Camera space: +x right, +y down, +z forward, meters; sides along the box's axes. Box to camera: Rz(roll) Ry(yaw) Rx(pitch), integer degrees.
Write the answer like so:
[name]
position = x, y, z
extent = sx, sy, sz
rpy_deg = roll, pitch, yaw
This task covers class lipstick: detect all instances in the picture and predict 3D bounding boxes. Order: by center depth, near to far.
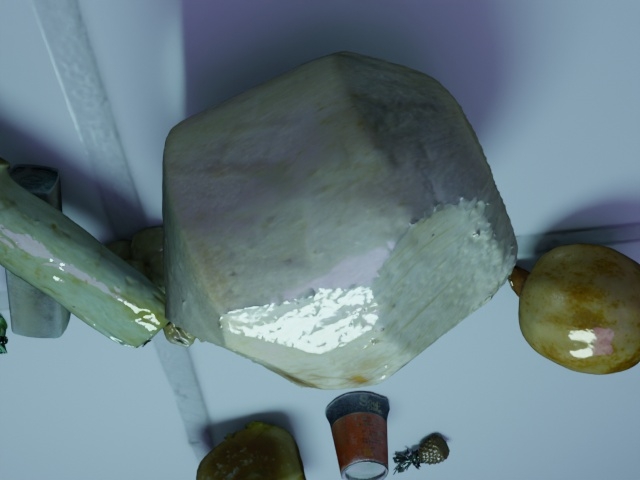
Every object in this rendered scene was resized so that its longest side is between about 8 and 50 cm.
[lipstick]
position = -0.384, 0.020, 0.919
extent = 0.078, 0.079, 0.252
rpy_deg = 8, 128, -10

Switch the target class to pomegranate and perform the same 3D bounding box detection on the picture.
[pomegranate]
position = 0.394, 0.103, 1.004
extent = 0.207, 0.207, 0.207
rpy_deg = -3, 132, -4

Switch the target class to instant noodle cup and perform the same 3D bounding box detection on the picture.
[instant noodle cup]
position = 0.075, 0.372, 1.255
extent = 0.127, 0.135, 0.127
rpy_deg = -3, 132, -3

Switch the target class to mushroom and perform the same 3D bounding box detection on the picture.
[mushroom]
position = -0.318, 0.021, 0.823
extent = 0.100, 0.081, 0.312
rpy_deg = -34, 116, 24

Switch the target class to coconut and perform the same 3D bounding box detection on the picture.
[coconut]
position = 0.000, 0.000, 0.772
extent = 0.416, 0.344, 0.415
rpy_deg = -5, 129, -6

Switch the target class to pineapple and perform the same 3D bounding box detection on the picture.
[pineapple]
position = 0.204, 0.447, 1.398
extent = 0.124, 0.058, 0.058
rpy_deg = -34, 127, 29

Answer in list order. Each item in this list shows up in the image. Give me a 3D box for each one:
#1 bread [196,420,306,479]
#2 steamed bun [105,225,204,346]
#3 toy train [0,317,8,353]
[bread]
position = -0.123, 0.467, 1.293
extent = 0.196, 0.176, 0.246
rpy_deg = -17, 130, -7
[steamed bun]
position = -0.243, 0.079, 0.973
extent = 0.192, 0.106, 0.177
rpy_deg = -5, 131, -1
[toy train]
position = -0.525, 0.149, 1.035
extent = 0.093, 0.056, 0.038
rpy_deg = -3, 149, -3
